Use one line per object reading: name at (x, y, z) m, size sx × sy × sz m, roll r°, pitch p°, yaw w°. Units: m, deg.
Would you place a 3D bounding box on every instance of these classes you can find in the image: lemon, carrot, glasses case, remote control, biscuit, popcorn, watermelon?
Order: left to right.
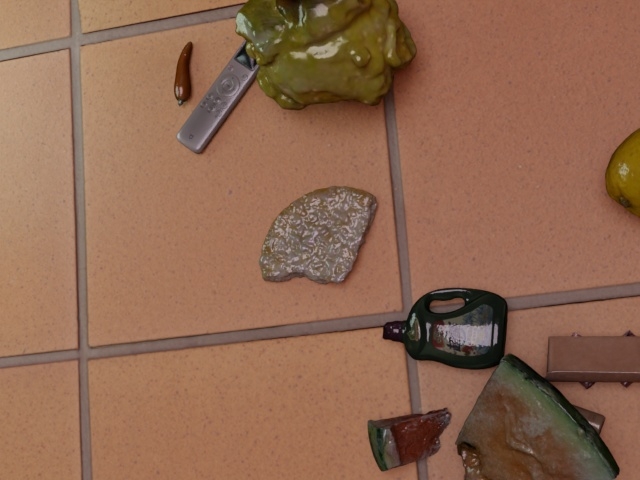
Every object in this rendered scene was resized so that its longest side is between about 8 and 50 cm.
carrot at (-0.279, -0.341, 2.024) m, size 0.035 × 0.035 × 0.142 m, roll -1°, pitch 75°, yaw 14°
remote control at (-0.195, -0.294, 1.993) m, size 0.067 × 0.029 × 0.261 m, roll 36°, pitch 90°, yaw 18°
biscuit at (0.000, 0.000, 1.883) m, size 0.265 × 0.040 × 0.188 m, roll -32°, pitch 73°, yaw 8°
popcorn at (0.017, -0.381, 1.834) m, size 0.312 × 0.312 × 0.312 m, roll -3°, pitch 79°, yaw 14°
watermelon at (0.147, 0.358, 1.778) m, size 0.158 × 0.121 × 0.098 m, roll -15°, pitch 91°, yaw -33°
watermelon at (0.353, 0.332, 1.660) m, size 0.264 × 0.151 × 0.302 m, roll 47°, pitch 130°, yaw 19°
glasses case at (0.488, 0.204, 1.713) m, size 0.193 × 0.070 × 0.102 m, roll -2°, pitch 52°, yaw 16°
lemon at (0.591, -0.123, 1.690) m, size 0.207 × 0.170 × 0.170 m, roll -30°, pitch 74°, yaw -1°

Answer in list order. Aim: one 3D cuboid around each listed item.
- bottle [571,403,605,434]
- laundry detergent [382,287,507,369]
bottle at (0.438, 0.306, 1.709) m, size 0.096 × 0.045 × 0.045 m, roll 20°, pitch 85°, yaw 18°
laundry detergent at (0.220, 0.154, 1.780) m, size 0.221 × 0.078 × 0.144 m, roll 4°, pitch 79°, yaw 18°
